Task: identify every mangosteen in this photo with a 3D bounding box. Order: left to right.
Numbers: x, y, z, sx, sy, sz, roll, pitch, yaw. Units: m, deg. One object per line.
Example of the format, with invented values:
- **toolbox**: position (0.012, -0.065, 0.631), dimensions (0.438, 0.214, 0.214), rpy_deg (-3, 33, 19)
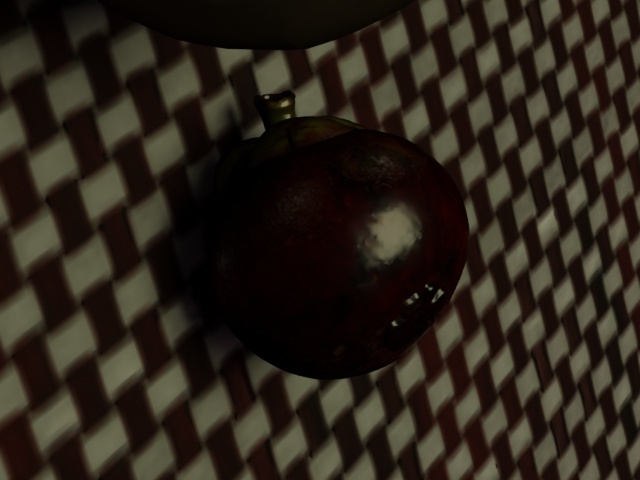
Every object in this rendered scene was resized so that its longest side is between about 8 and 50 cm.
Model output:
- **mangosteen**: position (0.002, 0.002, 0.544), dimensions (0.081, 0.081, 0.081), rpy_deg (6, 83, -56)

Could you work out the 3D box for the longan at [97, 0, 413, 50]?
- **longan**: position (-0.018, -0.140, 0.450), dimensions (0.189, 0.189, 0.189), rpy_deg (6, 83, -56)
